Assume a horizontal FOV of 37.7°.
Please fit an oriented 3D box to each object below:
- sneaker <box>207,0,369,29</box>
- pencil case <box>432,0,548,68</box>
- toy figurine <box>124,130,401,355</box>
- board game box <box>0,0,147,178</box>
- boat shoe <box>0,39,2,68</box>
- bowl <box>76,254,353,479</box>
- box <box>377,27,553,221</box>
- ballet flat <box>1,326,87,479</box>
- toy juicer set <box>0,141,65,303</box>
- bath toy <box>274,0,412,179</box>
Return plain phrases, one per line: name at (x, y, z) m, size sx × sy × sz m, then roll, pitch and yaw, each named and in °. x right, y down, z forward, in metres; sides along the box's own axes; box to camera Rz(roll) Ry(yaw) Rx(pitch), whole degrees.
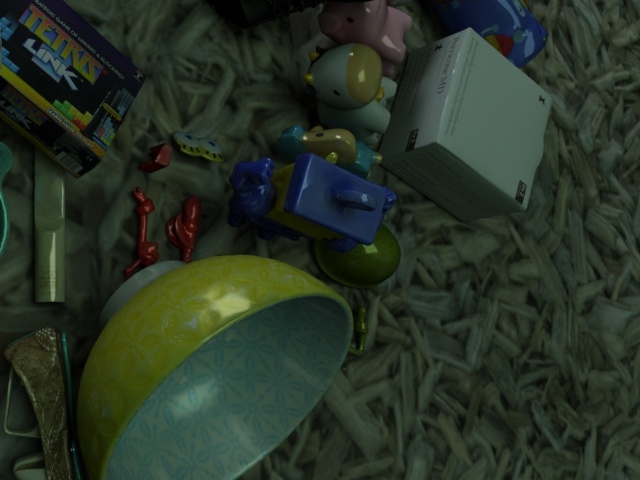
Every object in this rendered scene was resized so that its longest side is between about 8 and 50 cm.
sneaker at (-0.018, -0.279, 1.046) m, size 0.118 × 0.222 × 0.083 m, roll -53°, pitch 139°, yaw -24°
pencil case at (0.203, -0.369, 1.279) m, size 0.133 × 0.119 × 0.306 m, roll -45°, pitch 110°, yaw -40°
toy figurine at (0.000, 0.000, 1.001) m, size 0.362 × 0.217 × 0.191 m, roll 25°, pitch 68°, yaw -32°
board game box at (-0.263, -0.165, 0.902) m, size 0.170 × 0.048 × 0.141 m, roll 42°, pitch 41°, yaw -26°
boat shoe at (-0.322, -0.030, 0.689) m, size 0.136 × 0.156 × 0.367 m, roll 27°, pitch 69°, yaw -21°
bowl at (-0.125, 0.111, 0.904) m, size 0.289 × 0.289 × 0.156 m, roll -22°, pitch 53°, yaw -38°
box at (0.194, -0.147, 1.237) m, size 0.182 × 0.119 × 0.181 m, roll 32°, pitch 64°, yaw -30°
ballet flat at (-0.257, 0.185, 0.873) m, size 0.067 × 0.073 × 0.206 m, roll -9°, pitch 92°, yaw -14°
toy juicer set at (-0.329, 0.018, 0.823) m, size 0.329 × 0.089 × 0.209 m, roll -22°, pitch 96°, yaw -39°
bath toy at (0.042, -0.244, 1.135) m, size 0.129 × 0.151 × 0.348 m, roll 16°, pitch 68°, yaw -6°
